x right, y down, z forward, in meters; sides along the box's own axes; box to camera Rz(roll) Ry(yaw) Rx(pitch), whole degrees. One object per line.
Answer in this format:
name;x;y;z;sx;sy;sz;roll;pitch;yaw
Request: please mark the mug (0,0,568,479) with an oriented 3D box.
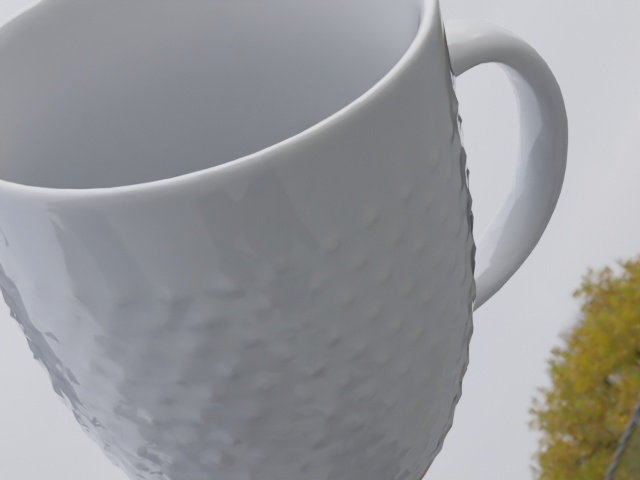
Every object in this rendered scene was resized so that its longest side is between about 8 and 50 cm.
mug;0.000;0.000;0.707;0.374;0.276;0.328;-28;-51;-18
